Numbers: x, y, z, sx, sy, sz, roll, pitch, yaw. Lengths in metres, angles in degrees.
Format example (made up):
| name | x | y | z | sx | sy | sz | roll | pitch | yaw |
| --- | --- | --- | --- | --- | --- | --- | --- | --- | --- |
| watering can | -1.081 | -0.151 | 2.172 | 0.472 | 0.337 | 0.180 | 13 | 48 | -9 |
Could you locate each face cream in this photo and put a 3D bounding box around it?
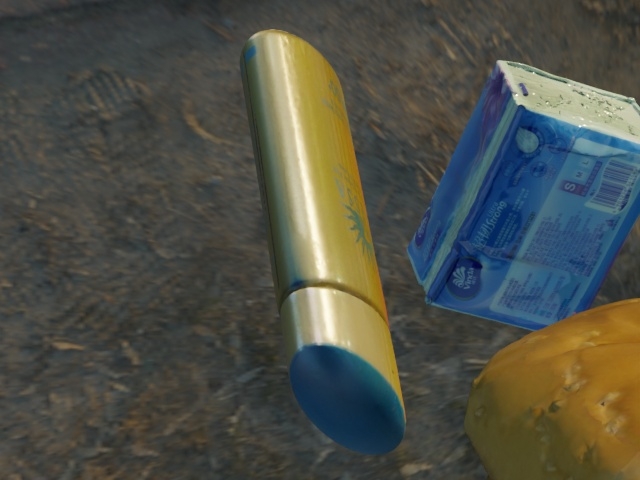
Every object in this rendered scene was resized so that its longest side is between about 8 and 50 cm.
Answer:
| name | x | y | z | sx | sy | sz | roll | pitch | yaw |
| --- | --- | --- | --- | --- | --- | --- | --- | --- | --- |
| face cream | 0.000 | 0.000 | 1.104 | 0.067 | 0.139 | 0.285 | -17 | 60 | 14 |

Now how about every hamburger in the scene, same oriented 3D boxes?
| name | x | y | z | sx | sy | sz | roll | pitch | yaw |
| --- | --- | --- | --- | --- | --- | --- | --- | --- | --- |
| hamburger | 0.225 | 0.125 | 0.802 | 0.319 | 0.318 | 0.158 | 8 | 108 | 12 |

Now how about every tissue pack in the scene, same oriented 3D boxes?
| name | x | y | z | sx | sy | sz | roll | pitch | yaw |
| --- | --- | --- | --- | --- | --- | --- | --- | --- | --- |
| tissue pack | 0.244 | -0.045 | 1.791 | 0.198 | 0.146 | 0.263 | 14 | 118 | -19 |
